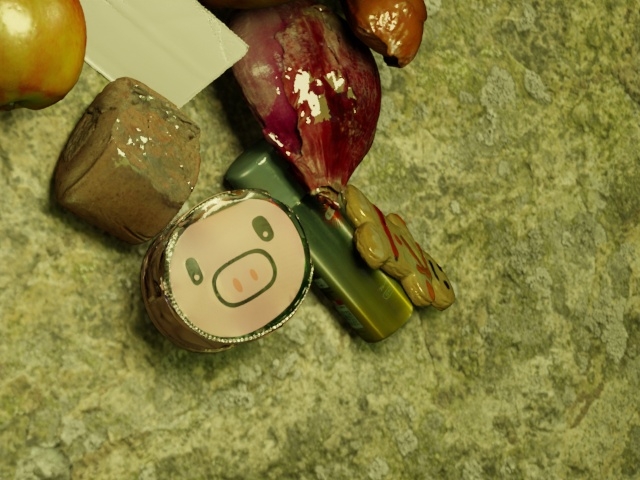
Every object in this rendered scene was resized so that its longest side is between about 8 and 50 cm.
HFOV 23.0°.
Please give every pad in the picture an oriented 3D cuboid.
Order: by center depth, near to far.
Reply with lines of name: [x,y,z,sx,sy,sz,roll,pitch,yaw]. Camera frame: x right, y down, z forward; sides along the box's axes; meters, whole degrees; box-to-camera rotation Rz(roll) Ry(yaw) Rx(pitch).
pad: [-0.212,-0.244,1.776,0.232,0.156,0.004,39,32,-26]

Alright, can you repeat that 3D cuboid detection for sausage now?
sausage: [0.069,-0.306,1.941,0.102,0.102,0.330,44,14,-23]

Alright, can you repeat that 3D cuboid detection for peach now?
peach: [-0.344,-0.229,1.641,0.197,0.197,0.197,9,75,-37]

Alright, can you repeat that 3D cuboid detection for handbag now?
handbag: [-0.105,0.036,1.798,0.205,0.116,0.179,-32,100,-26]

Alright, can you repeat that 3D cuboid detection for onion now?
onion: [0.006,-0.175,1.893,0.227,0.120,0.283,11,54,-47]

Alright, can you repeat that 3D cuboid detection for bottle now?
bottle: [0.000,0.000,1.932,0.286,0.082,0.082,49,55,-20]

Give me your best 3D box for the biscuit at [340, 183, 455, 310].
biscuit: [0.105,0.018,1.995,0.234,0.030,0.153,39,26,-43]

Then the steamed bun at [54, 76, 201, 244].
steamed bun: [-0.206,-0.089,1.769,0.145,0.106,0.175,33,59,-29]

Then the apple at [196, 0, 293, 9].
apple: [-0.059,-0.452,1.786,0.384,0.374,0.374,-13,89,-3]
